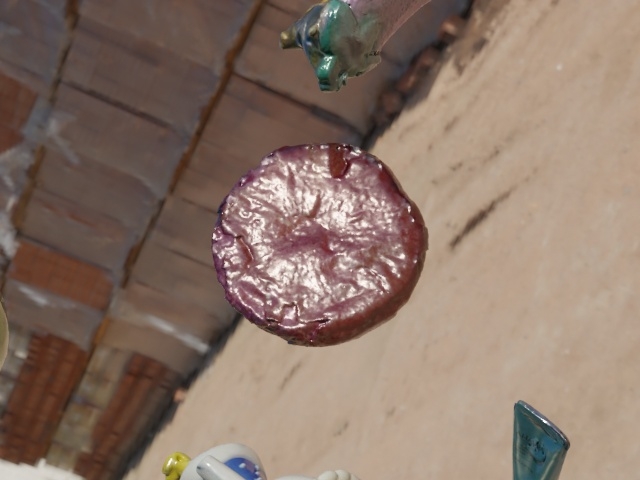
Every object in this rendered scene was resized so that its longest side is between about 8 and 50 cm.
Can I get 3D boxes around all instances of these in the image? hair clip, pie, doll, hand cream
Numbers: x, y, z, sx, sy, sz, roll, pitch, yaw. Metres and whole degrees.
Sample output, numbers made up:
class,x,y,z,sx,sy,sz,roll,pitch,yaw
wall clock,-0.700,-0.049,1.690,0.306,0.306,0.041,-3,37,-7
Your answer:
class,x,y,z,sx,sy,sz,roll,pitch,yaw
hair clip,0.103,-0.271,1.068,0.359,0.110,0.095,-38,3,-21
pie,0.000,0.000,0.757,0.036,0.154,0.154,79,-153,-64
doll,-0.050,0.266,1.096,0.293,0.138,0.119,4,45,46
hand cream,0.265,0.278,1.376,0.048,0.083,0.224,-36,-35,-21

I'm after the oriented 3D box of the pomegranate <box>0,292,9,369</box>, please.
class,x,y,z,sx,sy,sz,roll,pitch,yaw
pomegranate,-0.484,0.093,1.199,0.340,0.260,0.260,53,-132,-51
